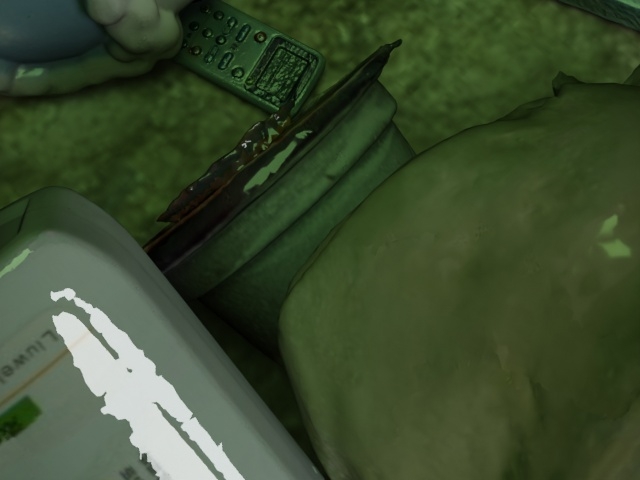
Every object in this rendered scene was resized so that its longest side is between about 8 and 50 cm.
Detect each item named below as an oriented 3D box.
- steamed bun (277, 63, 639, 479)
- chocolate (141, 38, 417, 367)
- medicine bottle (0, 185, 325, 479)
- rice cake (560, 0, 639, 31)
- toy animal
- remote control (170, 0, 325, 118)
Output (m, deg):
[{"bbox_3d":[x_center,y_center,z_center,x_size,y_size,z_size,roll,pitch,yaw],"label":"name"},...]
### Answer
[{"bbox_3d":[0.187,0.069,0.601,0.339,0.247,0.352,-38,107,-10],"label":"steamed bun"},{"bbox_3d":[-0.003,0.007,0.720,0.221,0.221,0.147,-37,93,-9],"label":"chocolate"},{"bbox_3d":[-0.084,0.131,0.579,0.161,0.111,0.296,-33,111,5],"label":"medicine bottle"},{"bbox_3d":[0.202,-0.160,0.826,0.180,0.030,0.042,22,74,7],"label":"rice cake"},{"bbox_3d":[-0.169,-0.206,0.778,0.204,0.156,0.208,-10,78,15],"label":"toy animal"},{"bbox_3d":[-0.059,-0.124,0.829,0.124,0.018,0.053,30,78,10],"label":"remote control"}]
